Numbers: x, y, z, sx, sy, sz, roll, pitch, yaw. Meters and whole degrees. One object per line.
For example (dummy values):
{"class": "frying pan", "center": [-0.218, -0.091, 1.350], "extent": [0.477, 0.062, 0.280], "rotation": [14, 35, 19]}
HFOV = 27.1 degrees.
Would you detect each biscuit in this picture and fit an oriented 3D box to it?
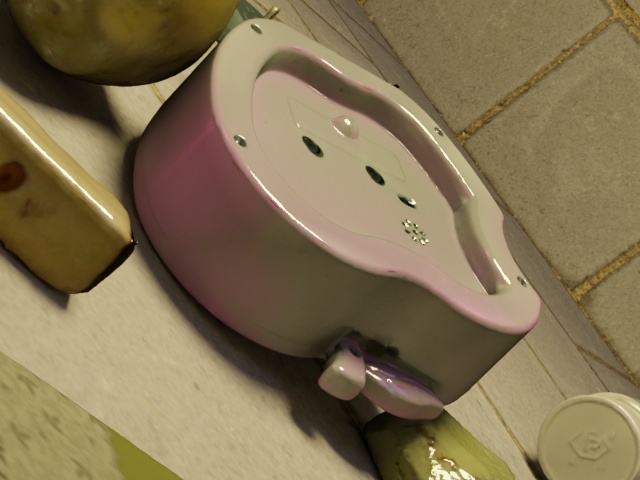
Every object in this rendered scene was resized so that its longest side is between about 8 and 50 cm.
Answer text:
{"class": "biscuit", "center": [-0.179, -0.050, 0.719], "extent": [0.188, 0.056, 0.052], "rotation": [45, 14, -22]}

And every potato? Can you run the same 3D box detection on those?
{"class": "potato", "center": [-0.143, -0.197, 0.976], "extent": [0.160, 0.177, 0.235], "rotation": [12, 21, 19]}

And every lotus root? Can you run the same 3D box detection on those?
{"class": "lotus root", "center": [0.109, 0.199, 1.005], "extent": [0.143, 0.070, 0.144], "rotation": [45, 14, -26]}

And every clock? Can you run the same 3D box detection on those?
{"class": "clock", "center": [0.015, -0.021, 1.029], "extent": [0.339, 0.102, 0.338], "rotation": [33, 29, -21]}

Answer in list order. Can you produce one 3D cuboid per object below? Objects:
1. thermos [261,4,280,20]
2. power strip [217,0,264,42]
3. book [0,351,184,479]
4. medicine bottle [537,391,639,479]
{"class": "thermos", "center": [0.008, -0.093, 1.294], "extent": [0.265, 0.146, 0.176], "rotation": [43, -30, -4]}
{"class": "power strip", "center": [-0.084, -0.248, 1.657], "extent": [0.137, 0.044, 0.216], "rotation": [44, 15, -26]}
{"class": "book", "center": [-0.080, 0.154, 0.544], "extent": [0.352, 0.035, 0.239], "rotation": [42, 14, -36]}
{"class": "medicine bottle", "center": [0.334, 0.242, 1.532], "extent": [0.139, 0.139, 0.237], "rotation": [57, 12, 22]}
